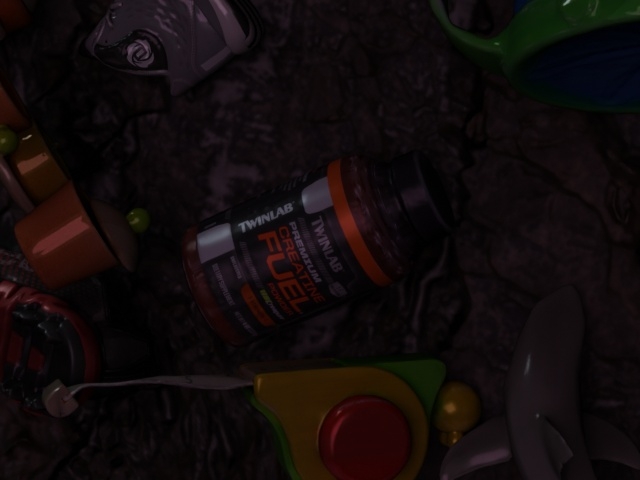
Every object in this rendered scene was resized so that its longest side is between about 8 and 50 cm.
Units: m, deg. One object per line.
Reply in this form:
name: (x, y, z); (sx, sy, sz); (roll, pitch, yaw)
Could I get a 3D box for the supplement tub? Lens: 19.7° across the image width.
supplement tub: (0.000, 0.000, 1.404); (0.198, 0.106, 0.106); (-24, 82, 15)

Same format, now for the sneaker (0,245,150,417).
sneaker: (-0.240, 0.056, 1.483); (0.276, 0.135, 0.098); (28, 110, 39)

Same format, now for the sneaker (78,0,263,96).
sneaker: (-0.160, -0.211, 1.469); (0.132, 0.086, 0.229); (-40, 79, 15)

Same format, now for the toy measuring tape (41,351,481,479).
toy measuring tape: (-0.038, 0.149, 1.371); (0.330, 0.121, 0.121); (-3, 88, -13)

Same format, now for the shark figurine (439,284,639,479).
shark figurine: (0.198, 0.175, 1.316); (0.166, 0.116, 0.278); (-33, 74, -10)

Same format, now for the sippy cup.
sippy cup: (0.239, -0.226, 1.287); (0.305, 0.240, 0.224); (4, 77, -23)

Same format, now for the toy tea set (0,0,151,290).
toy tea set: (-0.227, -0.123, 1.437); (0.124, 0.200, 0.336); (-30, 93, 0)
